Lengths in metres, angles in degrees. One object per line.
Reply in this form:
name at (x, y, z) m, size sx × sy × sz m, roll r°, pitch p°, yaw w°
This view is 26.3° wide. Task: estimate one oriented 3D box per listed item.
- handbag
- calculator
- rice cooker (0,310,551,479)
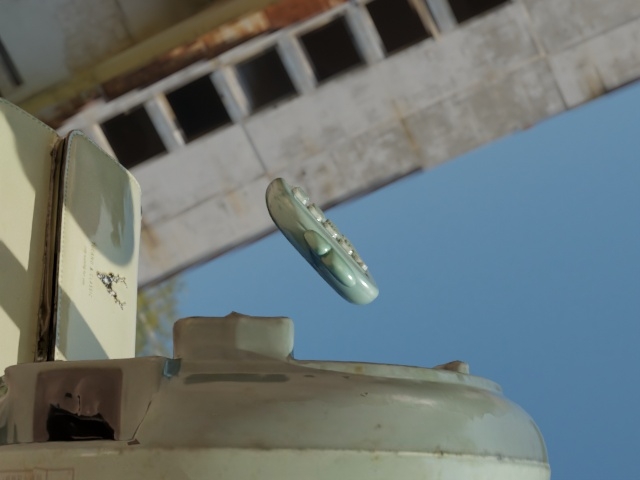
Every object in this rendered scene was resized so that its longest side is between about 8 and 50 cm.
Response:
handbag at (-0.297, 0.054, 1.431) m, size 0.160 × 0.236 × 0.358 m, roll -31°, pitch -137°, yaw 30°
calculator at (0.000, 0.000, 0.867) m, size 0.021 × 0.095 × 0.153 m, roll -42°, pitch -170°, yaw 7°
rice cooker at (-0.029, 0.189, 0.540) m, size 0.264 × 0.317 × 0.316 m, roll -5°, pitch -156°, yaw 27°
